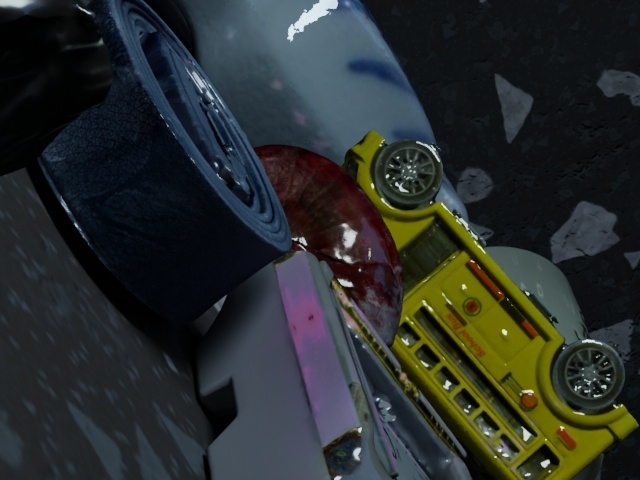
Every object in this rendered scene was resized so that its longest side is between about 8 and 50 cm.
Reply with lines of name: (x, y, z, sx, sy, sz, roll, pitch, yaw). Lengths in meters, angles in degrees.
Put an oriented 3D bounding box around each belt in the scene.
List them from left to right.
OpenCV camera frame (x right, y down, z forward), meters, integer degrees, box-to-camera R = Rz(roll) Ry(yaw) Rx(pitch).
belt: (-0.089, -0.046, 0.746, 0.141, 0.082, 0.190, 45, 13, -47)

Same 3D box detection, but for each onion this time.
onion: (0.000, 0.000, 1.111, 0.206, 0.098, 0.151, 59, 5, 17)

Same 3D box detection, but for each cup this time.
cup: (0.190, 0.176, 1.460, 0.234, 0.186, 0.258, -100, -175, -54)

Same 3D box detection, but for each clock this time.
clock: (0.023, 0.128, 0.714, 0.186, 0.083, 0.253, 53, 7, -22)

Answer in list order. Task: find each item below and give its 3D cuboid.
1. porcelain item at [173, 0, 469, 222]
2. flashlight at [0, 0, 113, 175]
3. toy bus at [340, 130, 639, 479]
porcelain item: (-0.011, -0.160, 1.451, 0.405, 0.178, 0.242, 54, 7, -19)
flashlight: (-0.211, -0.204, 0.572, 0.424, 0.103, 0.103, 58, 7, 22)
toy bus: (0.111, 0.066, 1.232, 0.330, 0.152, 0.144, 49, -7, 8)
